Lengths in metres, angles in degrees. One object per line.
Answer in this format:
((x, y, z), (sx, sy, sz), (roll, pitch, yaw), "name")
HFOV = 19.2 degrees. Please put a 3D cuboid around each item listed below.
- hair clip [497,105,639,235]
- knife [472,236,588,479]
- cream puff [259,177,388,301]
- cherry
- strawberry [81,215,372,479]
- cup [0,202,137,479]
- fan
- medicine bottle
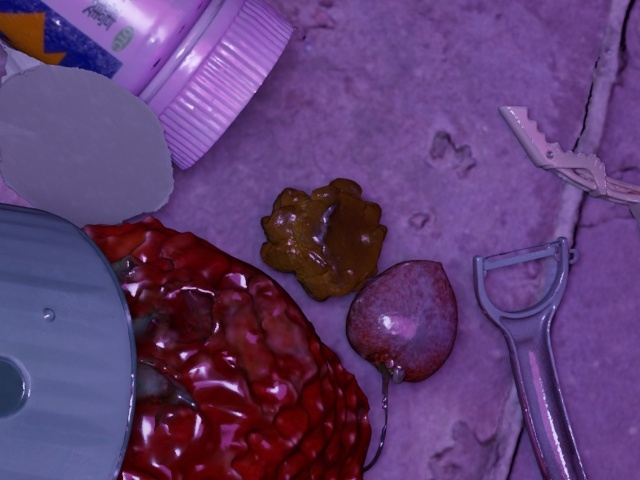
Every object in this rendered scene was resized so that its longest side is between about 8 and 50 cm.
((0.266, -0.063, 1.892), (0.226, 0.034, 0.072), (27, 78, -13), "hair clip")
((0.225, 0.141, 1.849), (0.123, 0.053, 0.278), (-12, 89, -22), "knife")
((0.000, 0.000, 1.776), (0.122, 0.094, 0.116), (3, 80, -42), "cream puff")
((0.055, 0.117, 1.785), (0.107, 0.090, 0.225), (32, 85, -24), "cherry")
((-0.109, 0.160, 1.659), (0.345, 0.295, 0.318), (25, 55, -48), "strawberry")
((-0.353, 0.135, 1.385), (0.392, 0.310, 0.401), (16, 48, -49), "cup")
((-0.250, -0.135, 1.657), (0.310, 0.182, 0.010), (56, 32, -26), "fan")
((-0.185, -0.213, 1.690), (0.290, 0.178, 0.178), (38, 75, -11), "medicine bottle")
